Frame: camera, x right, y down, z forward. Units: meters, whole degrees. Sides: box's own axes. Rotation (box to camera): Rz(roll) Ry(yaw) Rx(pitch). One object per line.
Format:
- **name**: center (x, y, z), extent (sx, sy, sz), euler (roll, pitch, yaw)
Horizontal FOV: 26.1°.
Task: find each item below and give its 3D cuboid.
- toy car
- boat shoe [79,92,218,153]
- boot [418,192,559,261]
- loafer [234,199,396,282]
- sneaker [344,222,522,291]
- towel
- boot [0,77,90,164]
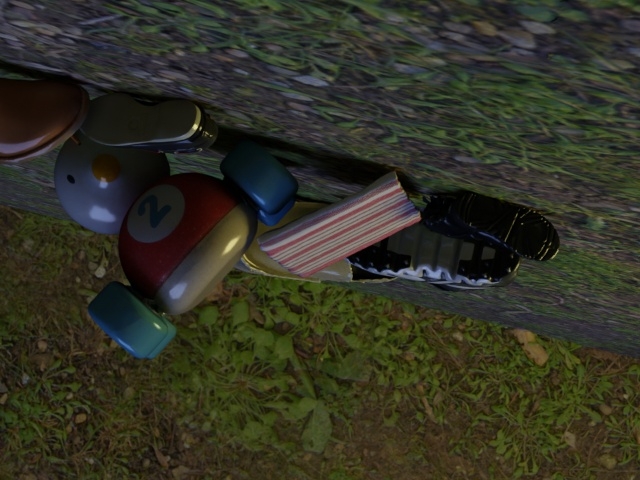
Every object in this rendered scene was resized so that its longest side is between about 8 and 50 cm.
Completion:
- **toy car**: center (-0.180, -0.044, 1.318), extent (0.238, 0.219, 0.210), euler (42, 175, 1)
- **boat shoe**: center (-0.149, -0.097, 1.173), extent (0.133, 0.049, 0.042), euler (5, 164, 30)
- **boot**: center (0.160, -0.013, 1.332), extent (0.121, 0.045, 0.099), euler (22, 171, -13)
- **loafer**: center (0.000, 0.000, 1.658), extent (0.268, 0.102, 0.092), euler (5, 179, -35)
- **sneaker**: center (0.117, 0.016, 1.548), extent (0.234, 0.078, 0.106), euler (10, 166, 19)
- **towel**: center (0.020, -0.016, 1.334), extent (0.144, 0.029, 0.197), euler (-27, 167, 5)
- **boot**: center (-0.307, -0.129, 1.151), extent (0.197, 0.073, 0.152), euler (-8, 150, 15)
